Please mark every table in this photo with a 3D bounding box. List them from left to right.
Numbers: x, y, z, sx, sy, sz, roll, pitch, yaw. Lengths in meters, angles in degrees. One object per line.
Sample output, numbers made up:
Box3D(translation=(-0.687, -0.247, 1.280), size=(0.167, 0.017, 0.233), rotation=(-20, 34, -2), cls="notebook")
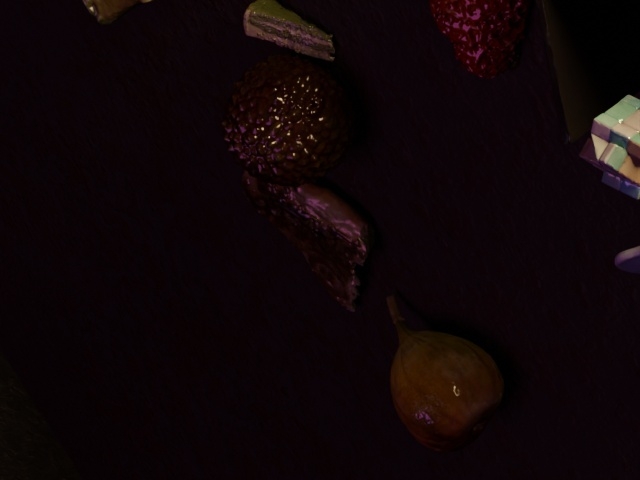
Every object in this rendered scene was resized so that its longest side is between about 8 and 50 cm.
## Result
Box3D(translation=(0.351, -0.232, 1.218), size=(0.250, 0.196, 0.282), rotation=(16, 134, 44), cls="table")

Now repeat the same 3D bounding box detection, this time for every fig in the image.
Box3D(translation=(0.158, 0.175, 1.923), size=(0.159, 0.159, 0.257), rotation=(103, 146, -50), cls="fig")

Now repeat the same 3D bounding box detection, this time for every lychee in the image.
Box3D(translation=(-0.052, -0.156, 1.831), size=(0.188, 0.188, 0.188), rotation=(34, 142, 31), cls="lychee")

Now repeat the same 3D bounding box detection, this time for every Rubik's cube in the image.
Box3D(translation=(0.279, -0.080, 1.210), size=(0.075, 0.084, 0.073), rotation=(48, 150, 38), cls="Rubik's cube")

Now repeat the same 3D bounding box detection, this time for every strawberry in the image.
Box3D(translation=(0.181, -0.262, 1.516), size=(0.121, 0.082, 0.188), rotation=(22, 133, 37), cls="strawberry")

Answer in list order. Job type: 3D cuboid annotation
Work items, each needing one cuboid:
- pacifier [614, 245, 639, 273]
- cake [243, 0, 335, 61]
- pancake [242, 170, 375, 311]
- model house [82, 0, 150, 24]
Box3D(translation=(0.420, -0.043, 1.338), size=(0.287, 0.238, 0.226), rotation=(91, 172, -80), cls="pacifier")
Box3D(translation=(-0.035, -0.290, 1.829), size=(0.140, 0.055, 0.051), rotation=(22, 137, 16), cls="cake")
Box3D(translation=(0.000, 0.000, 2.046), size=(0.266, 0.057, 0.244), rotation=(22, 144, 48), cls="pancake")
Box3D(translation=(-0.219, -0.423, 1.793), size=(0.234, 0.193, 0.175), rotation=(-16, 104, 57), cls="model house")
